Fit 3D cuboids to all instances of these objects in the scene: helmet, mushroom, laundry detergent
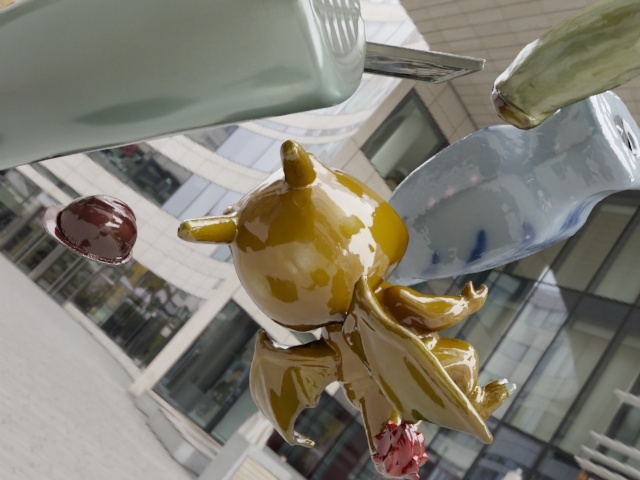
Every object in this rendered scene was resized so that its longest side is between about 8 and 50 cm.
[{"bbox_3d":[-0.251,-0.023,0.696,0.111,0.057,0.089,26,29,-38],"label":"helmet"},{"bbox_3d":[0.308,-0.205,0.573,0.333,0.107,0.087,-24,-72,49],"label":"mushroom"},{"bbox_3d":[-0.172,-0.132,0.479,0.264,0.398,0.124,-64,142,-67],"label":"laundry detergent"}]

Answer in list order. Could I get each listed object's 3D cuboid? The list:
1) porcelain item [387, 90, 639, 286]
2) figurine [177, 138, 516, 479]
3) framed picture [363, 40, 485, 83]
[{"bbox_3d":[0.256,-0.056,0.901,0.405,0.243,0.178,-31,-106,39],"label":"porcelain item"},{"bbox_3d":[0.040,0.078,0.718,0.387,0.268,0.401,55,-24,-2],"label":"figurine"},{"bbox_3d":[0.138,-0.322,1.111,0.241,0.020,0.324,7,10,-5],"label":"framed picture"}]
